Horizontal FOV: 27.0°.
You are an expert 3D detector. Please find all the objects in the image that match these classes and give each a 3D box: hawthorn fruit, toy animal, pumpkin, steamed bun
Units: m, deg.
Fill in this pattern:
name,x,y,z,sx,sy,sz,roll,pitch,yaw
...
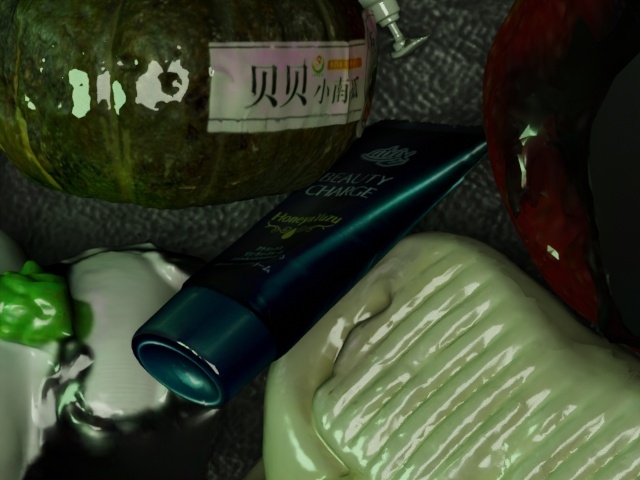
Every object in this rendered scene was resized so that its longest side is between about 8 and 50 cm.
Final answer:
name,x,y,z,sx,sy,sz,roll,pitch,yaw
hawthorn fruit,0.229,-0.067,0.751,0.315,0.316,0.316,1,99,5
toy animal,-0.200,0.092,0.885,0.266,0.212,0.213,8,100,-22
pumpkin,-0.095,-0.124,0.842,0.260,0.260,0.189,1,100,5
steamed bun,0.117,0.214,0.864,0.367,0.255,0.342,40,92,34

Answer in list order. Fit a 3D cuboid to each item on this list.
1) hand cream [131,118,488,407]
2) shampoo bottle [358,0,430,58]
name,x,y,z,sx,sy,sz,roll,pitch,yaw
hand cream,0.000,0.000,0.853,0.270,0.120,0.061,-42,122,-32
shampoo bottle,0.024,-0.194,0.924,0.077,0.045,0.152,-26,96,9
